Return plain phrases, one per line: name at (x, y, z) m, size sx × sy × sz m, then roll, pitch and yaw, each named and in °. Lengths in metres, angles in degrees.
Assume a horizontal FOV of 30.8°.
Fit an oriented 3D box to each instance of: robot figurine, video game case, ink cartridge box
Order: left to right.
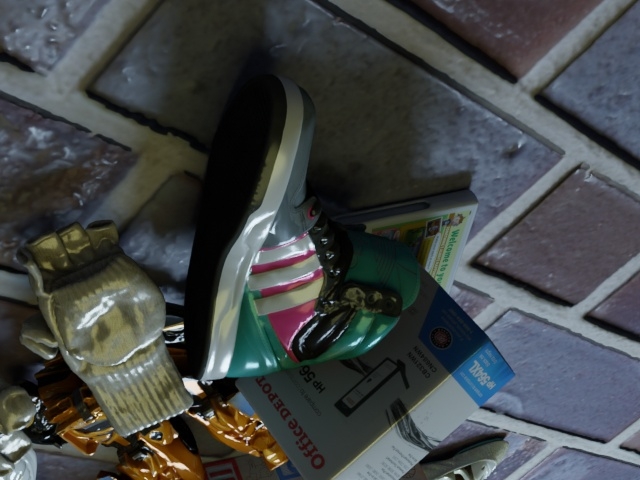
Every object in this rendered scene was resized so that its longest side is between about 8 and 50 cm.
robot figurine at (-0.151, 0.164, 1.102) m, size 0.211 × 0.085 × 0.291 m, roll -33°, pitch 144°, yaw 7°
video game case at (0.043, 0.045, 1.128) m, size 0.193 × 0.023 × 0.212 m, roll -11°, pitch 140°, yaw -20°
ink cartridge box at (0.047, 0.126, 1.053) m, size 0.203 × 0.148 × 0.086 m, roll -41°, pitch 142°, yaw -1°

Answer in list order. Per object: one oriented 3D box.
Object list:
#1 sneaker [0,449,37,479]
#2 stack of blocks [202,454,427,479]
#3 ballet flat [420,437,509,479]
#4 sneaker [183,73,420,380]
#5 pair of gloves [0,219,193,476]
sneaker at (-0.308, 0.258, 1.081) m, size 0.090 × 0.115 × 0.232 m, roll -1°, pitch 143°, yaw 9°
stack of blocks at (-0.017, 0.324, 1.310) m, size 0.297 × 0.171 × 0.087 m, roll -9°, pitch 141°, yaw -23°
ballet flat at (0.176, 0.305, 1.504) m, size 0.168 × 0.052 × 0.057 m, roll -15°, pitch 142°, yaw -16°
sneaker at (0.000, 0.000, 0.937) m, size 0.178 × 0.124 × 0.295 m, roll 0°, pitch 134°, yaw -20°
pair of gloves at (-0.235, 0.098, 0.933) m, size 0.240 × 0.042 × 0.204 m, roll -17°, pitch 119°, yaw -6°
